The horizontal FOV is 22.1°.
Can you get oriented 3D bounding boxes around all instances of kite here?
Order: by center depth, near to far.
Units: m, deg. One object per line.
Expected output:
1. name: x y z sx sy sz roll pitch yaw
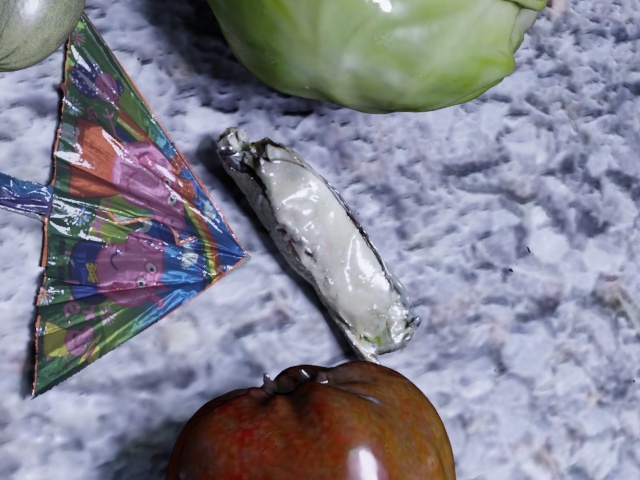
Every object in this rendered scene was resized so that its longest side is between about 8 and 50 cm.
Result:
1. kite: -0.144 -0.023 1.227 0.234 0.016 0.321 17 65 -32

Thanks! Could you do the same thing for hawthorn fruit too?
1. hawthorn fruit: -0.003 0.212 1.155 0.208 0.208 0.248 -12 99 -39

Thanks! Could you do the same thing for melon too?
1. melon: -0.218 -0.178 1.173 0.098 0.098 0.131 34 61 -24

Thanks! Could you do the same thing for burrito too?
1. burrito: -0.002 0.001 1.298 0.229 0.063 0.058 55 41 -12

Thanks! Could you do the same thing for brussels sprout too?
1. brussels sprout: 0.029 -0.249 1.299 0.328 0.247 0.328 1 88 -44
